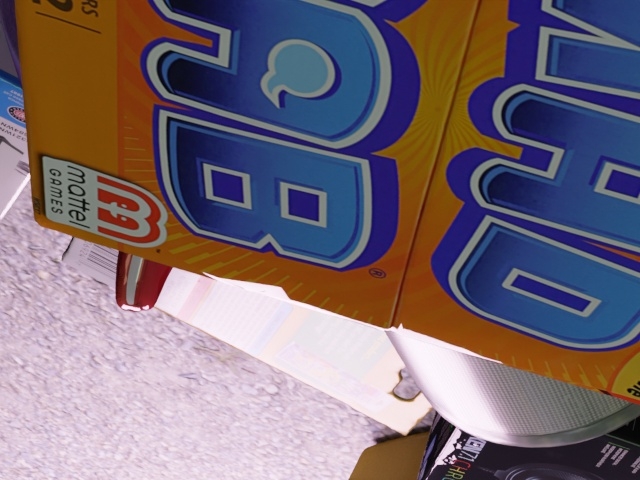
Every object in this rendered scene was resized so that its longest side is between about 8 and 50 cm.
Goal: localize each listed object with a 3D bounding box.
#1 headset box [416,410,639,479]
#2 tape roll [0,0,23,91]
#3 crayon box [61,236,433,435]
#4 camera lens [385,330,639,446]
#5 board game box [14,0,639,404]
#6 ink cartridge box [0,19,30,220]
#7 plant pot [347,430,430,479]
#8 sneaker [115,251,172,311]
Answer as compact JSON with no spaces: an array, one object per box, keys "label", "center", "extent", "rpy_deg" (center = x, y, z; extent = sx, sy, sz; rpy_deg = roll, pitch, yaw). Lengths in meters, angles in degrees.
[{"label":"headset box","center":[0.246,0.164,1.465],"extent":[0.283,0.131,0.246],"rpy_deg":[19,150,-1]},{"label":"tape roll","center":[-0.039,-0.131,1.010],"extent":[0.275,0.275,0.090],"rpy_deg":[12,149,12]},{"label":"crayon box","center":[-0.028,0.018,1.409],"extent":[0.323,0.083,0.203],"rpy_deg":[28,149,-5]},{"label":"camera lens","center":[0.126,-0.011,1.166],"extent":[0.219,0.219,0.274],"rpy_deg":[1,145,27]},{"label":"board game box","center":[0.097,-0.189,0.763],"extent":[0.356,0.356,0.356],"rpy_deg":[17,149,4]},{"label":"ink cartridge box","center":[-0.265,-0.114,1.343],"extent":[0.148,0.086,0.203],"rpy_deg":[26,148,-13]},{"label":"plant pot","center":[0.116,0.303,1.704],"extent":[0.187,0.212,0.212],"rpy_deg":[6,149,44]},{"label":"sneaker","center":[-0.060,-0.039,1.255],"extent":[0.128,0.221,0.087],"rpy_deg":[18,-167,-11]}]
